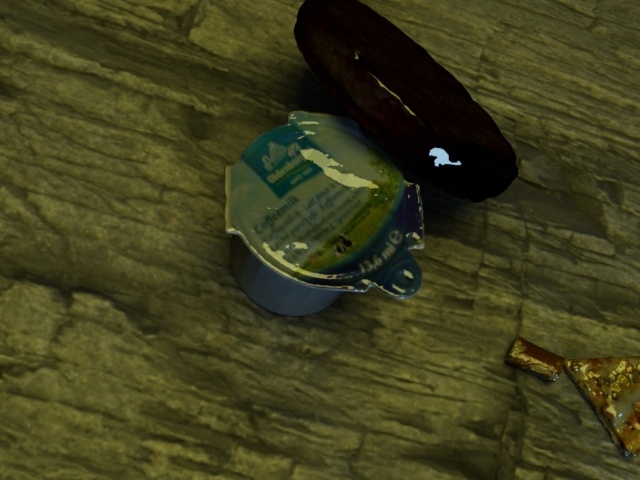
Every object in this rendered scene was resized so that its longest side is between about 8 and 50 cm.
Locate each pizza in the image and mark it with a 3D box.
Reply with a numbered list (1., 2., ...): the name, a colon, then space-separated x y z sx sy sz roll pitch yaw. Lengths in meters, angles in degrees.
1. pizza: 0.447 0.210 1.569 0.176 0.036 0.185 38 60 5

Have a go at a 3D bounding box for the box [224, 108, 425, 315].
1. box: 0.000 0.000 1.446 0.291 0.206 0.262 42 62 5

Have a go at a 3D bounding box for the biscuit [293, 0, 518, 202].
1. biscuit: 0.121 -0.208 1.537 0.407 0.091 0.407 38 22 -18

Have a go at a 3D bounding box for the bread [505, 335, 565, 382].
1. bread: 0.316 0.176 1.549 0.083 0.036 0.047 25 52 -1
